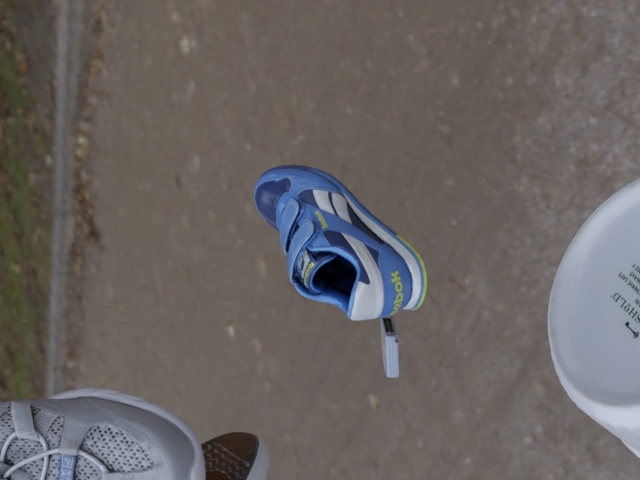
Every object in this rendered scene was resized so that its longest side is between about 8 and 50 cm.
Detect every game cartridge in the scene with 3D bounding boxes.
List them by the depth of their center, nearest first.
[{"bbox_3d":[0.077,0.118,1.349,0.083,0.017,0.056,-95,-1,-76],"label":"game cartridge"}]

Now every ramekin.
[{"bbox_3d":[0.314,0.060,1.037,0.273,0.127,0.273,-35,42,39],"label":"ramekin"}]

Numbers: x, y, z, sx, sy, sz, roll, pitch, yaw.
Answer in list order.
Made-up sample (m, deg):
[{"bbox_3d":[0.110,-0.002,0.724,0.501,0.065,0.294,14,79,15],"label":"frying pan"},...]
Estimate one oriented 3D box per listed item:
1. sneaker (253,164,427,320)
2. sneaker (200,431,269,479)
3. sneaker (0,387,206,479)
[{"bbox_3d":[0.000,0.000,0.762,0.144,0.059,0.053,37,135,34],"label":"sneaker"},{"bbox_3d":[-0.127,0.312,1.126,0.106,0.290,0.123,6,137,35],"label":"sneaker"},{"bbox_3d":[-0.210,0.151,0.756,0.115,0.281,0.105,-18,-73,-75],"label":"sneaker"}]
